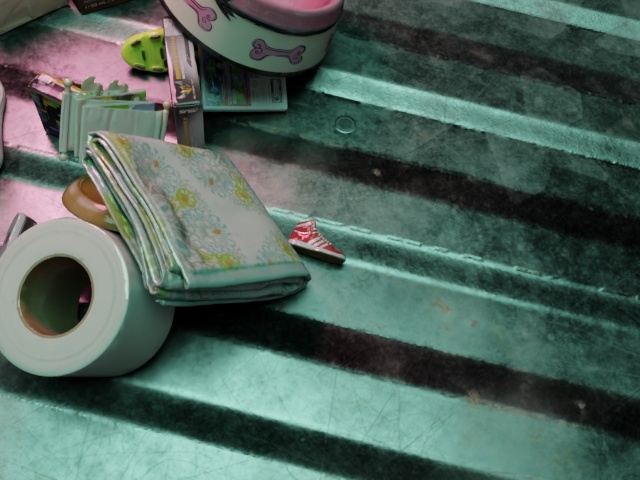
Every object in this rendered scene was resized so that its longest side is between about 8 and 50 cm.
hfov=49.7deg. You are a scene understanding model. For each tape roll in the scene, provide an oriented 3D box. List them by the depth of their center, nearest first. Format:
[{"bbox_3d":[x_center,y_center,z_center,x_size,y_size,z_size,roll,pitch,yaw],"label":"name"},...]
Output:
[{"bbox_3d":[-0.382,0.099,1.121,0.246,0.169,0.246,-2,79,13],"label":"tape roll"}]

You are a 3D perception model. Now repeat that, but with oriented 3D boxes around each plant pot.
[{"bbox_3d":[-0.349,-0.079,1.271,0.236,0.032,0.236,13,24,-6],"label":"plant pot"}]

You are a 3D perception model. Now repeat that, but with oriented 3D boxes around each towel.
[{"bbox_3d":[-0.203,-0.039,1.195,0.090,0.374,0.320,-41,68,23],"label":"towel"}]

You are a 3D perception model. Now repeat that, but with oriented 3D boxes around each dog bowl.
[{"bbox_3d":[-0.125,-0.540,1.417,0.408,0.150,0.408,17,54,-24],"label":"dog bowl"}]

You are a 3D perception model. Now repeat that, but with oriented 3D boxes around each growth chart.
[{"bbox_3d":[-0.379,-0.213,1.287,0.021,0.172,0.237,30,19,37],"label":"growth chart"}]

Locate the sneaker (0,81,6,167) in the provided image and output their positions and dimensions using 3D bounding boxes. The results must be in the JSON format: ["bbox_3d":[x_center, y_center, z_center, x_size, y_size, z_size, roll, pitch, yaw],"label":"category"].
[{"bbox_3d":[-0.692,-0.295,1.325,0.127,0.208,0.319,-16,63,-14],"label":"sneaker"}]

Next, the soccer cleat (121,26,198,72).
[{"bbox_3d":[-0.301,-0.449,1.538,0.289,0.093,0.121,-21,36,-12],"label":"soccer cleat"}]

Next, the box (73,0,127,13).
[{"bbox_3d":[-0.507,-0.656,1.545,0.168,0.203,0.167,-25,68,-18],"label":"box"}]

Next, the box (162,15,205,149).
[{"bbox_3d":[-0.275,-0.304,1.392,0.056,0.183,0.231,-7,63,-11],"label":"box"}]

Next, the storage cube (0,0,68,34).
[{"bbox_3d":[-0.685,-0.601,1.495,0.184,0.215,0.193,-34,77,-22],"label":"storage cube"}]

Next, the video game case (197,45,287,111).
[{"bbox_3d":[-0.168,-0.376,1.482,0.183,0.023,0.201,-3,86,-15],"label":"video game case"}]

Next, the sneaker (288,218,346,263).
[{"bbox_3d":[0.000,0.000,1.338,0.118,0.042,0.067,18,64,6],"label":"sneaker"}]

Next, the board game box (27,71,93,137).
[{"bbox_3d":[-0.474,-0.238,1.357,0.170,0.141,0.048,24,60,7],"label":"board game box"}]

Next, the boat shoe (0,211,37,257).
[{"bbox_3d":[-0.559,0.016,1.265,0.040,0.049,0.142,30,60,-34],"label":"boat shoe"}]
